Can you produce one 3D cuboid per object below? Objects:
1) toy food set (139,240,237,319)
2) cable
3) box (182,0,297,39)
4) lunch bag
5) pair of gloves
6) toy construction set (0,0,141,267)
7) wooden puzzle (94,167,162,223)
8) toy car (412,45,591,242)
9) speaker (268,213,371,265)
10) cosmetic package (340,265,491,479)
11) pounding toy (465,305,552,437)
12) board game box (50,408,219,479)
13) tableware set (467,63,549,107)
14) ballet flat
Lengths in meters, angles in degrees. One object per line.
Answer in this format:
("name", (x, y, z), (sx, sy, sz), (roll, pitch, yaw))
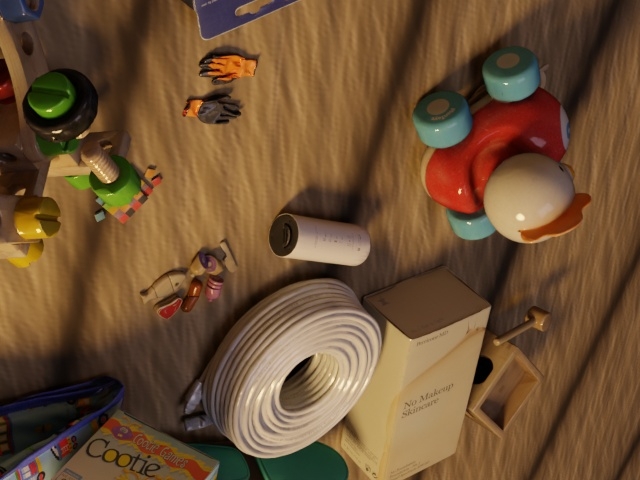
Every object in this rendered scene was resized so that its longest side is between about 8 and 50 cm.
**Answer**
("toy food set", (-0.152, 0.056, 1.316), (0.122, 0.019, 0.078), (-36, 140, -14))
("cable", (-0.035, 0.171, 1.467), (0.257, 0.089, 0.257), (8, 116, -46))
("box", (-0.083, -0.314, 1.052), (0.136, 0.036, 0.225), (-28, 136, -22))
("lunch bag", (-0.336, 0.291, 1.274), (0.293, 0.138, 0.221), (-19, 133, -47))
("pair of gloves", (-0.107, -0.162, 1.181), (0.074, 0.010, 0.083), (-2, 124, -43))
("toy construction set", (-0.302, -0.052, 0.956), (0.309, 0.257, 0.237), (-25, 153, 4))
("wooden puzzle", (-0.210, -0.049, 1.184), (0.083, 0.006, 0.049), (-46, 142, -2))
("toy car", (0.265, -0.081, 1.391), (0.210, 0.238, 0.219), (-33, 134, -9))
("speaker", (0.000, 0.000, 1.382), (0.136, 0.055, 0.055), (7, 117, -46))
("cosmetic package", (0.137, 0.207, 1.642), (0.160, 0.113, 0.309), (-20, 135, -30))
("pounding toy", (0.286, 0.186, 1.786), (0.206, 0.094, 0.181), (-54, 137, -7))
("board game box", (-0.228, 0.362, 1.280), (0.142, 0.144, 0.275), (-47, 156, -50))
("tableware set", (0.257, -0.166, 1.509), (0.141, 0.020, 0.168), (-30, 139, -21))
("ballet flat", (-0.115, 0.341, 1.536), (0.342, 0.116, 0.124), (7, 137, -45))
